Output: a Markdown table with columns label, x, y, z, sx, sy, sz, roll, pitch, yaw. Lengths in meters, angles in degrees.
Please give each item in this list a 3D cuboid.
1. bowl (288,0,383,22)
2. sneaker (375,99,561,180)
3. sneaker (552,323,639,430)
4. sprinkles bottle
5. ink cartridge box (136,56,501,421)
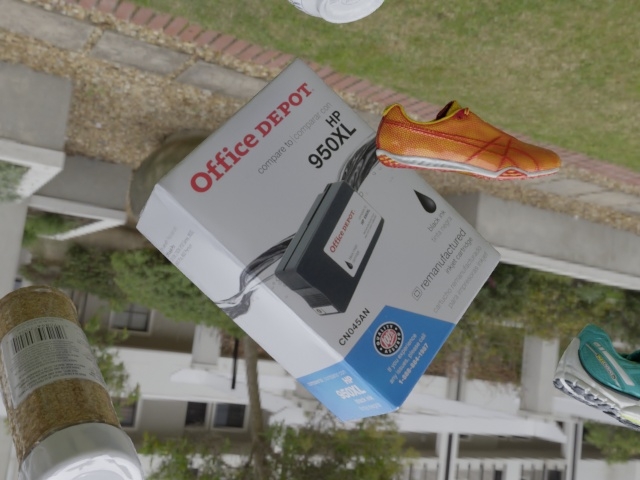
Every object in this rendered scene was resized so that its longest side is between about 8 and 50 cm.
| label | x | y | z | sx | sy | sz | roll | pitch | yaw |
| --- | --- | --- | --- | --- | --- | --- | --- | --- | --- |
| bowl | 0.025 | -0.287 | 0.721 | 0.170 | 0.080 | 0.170 | -15 | 167 | -4 |
| sneaker | 0.137 | -0.088 | 0.602 | 0.175 | 0.067 | 0.064 | 7 | -176 | -14 |
| sneaker | 0.459 | 0.211 | 0.949 | 0.275 | 0.109 | 0.107 | 29 | 171 | -16 |
| sprinkles bottle | -0.322 | 0.188 | 0.824 | 0.121 | 0.121 | 0.355 | 12 | -161 | -36 |
| ink cartridge box | 0.000 | 0.000 | 0.909 | 0.395 | 0.285 | 0.166 | 44 | 151 | -5 |
